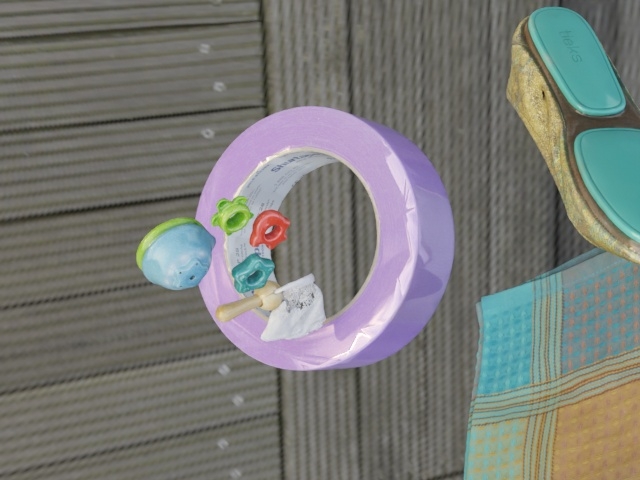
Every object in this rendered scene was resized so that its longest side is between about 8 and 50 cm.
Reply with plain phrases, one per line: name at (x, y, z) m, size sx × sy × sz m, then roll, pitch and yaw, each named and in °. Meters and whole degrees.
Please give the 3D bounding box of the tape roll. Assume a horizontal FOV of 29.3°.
tape roll at (0.000, 0.000, 1.298) m, size 0.090 × 0.274 × 0.275 m, roll 10°, pitch 100°, yaw -58°

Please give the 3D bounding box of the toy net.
toy net at (-0.060, 0.025, 1.131) m, size 0.122 × 0.045 × 0.232 m, roll -47°, pitch 143°, yaw 10°

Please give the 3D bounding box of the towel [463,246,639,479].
towel at (0.233, 0.159, 1.105) m, size 0.040 × 0.271 × 0.370 m, roll 35°, pitch 47°, yaw -27°

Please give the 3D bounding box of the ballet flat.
ballet flat at (0.258, -0.079, 1.153) m, size 0.123 × 0.349 × 0.123 m, roll -8°, pitch 138°, yaw -8°
